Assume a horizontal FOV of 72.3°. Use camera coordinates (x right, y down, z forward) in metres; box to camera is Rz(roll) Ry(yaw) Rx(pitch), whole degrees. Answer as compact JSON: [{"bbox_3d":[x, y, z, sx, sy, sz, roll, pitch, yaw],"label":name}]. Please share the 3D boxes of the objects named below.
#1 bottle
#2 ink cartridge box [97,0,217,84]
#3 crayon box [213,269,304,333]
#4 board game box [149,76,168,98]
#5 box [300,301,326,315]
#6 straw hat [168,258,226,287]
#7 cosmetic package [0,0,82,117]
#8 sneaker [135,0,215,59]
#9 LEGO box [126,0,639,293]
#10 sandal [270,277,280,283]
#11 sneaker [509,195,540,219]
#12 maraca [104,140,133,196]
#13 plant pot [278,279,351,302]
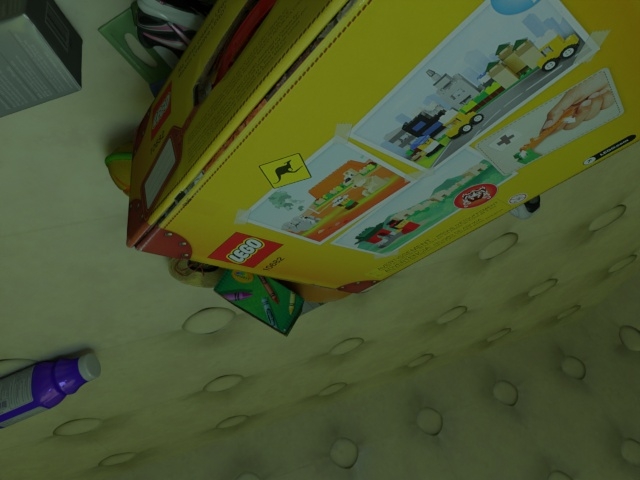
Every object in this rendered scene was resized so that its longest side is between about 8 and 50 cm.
[{"bbox_3d":[-0.705,0.370,1.106,0.283,0.118,0.092,-23,144,-2],"label":"bottle"},{"bbox_3d":[-0.172,-0.280,0.581,0.209,0.062,0.109,-29,146,9],"label":"ink cartridge box"},{"bbox_3d":[-0.127,0.136,0.977,0.081,0.165,0.278,-59,176,-13],"label":"crayon box"},{"bbox_3d":[-0.108,-0.216,0.656,0.243,0.042,0.165,-25,169,-8],"label":"board game box"},{"bbox_3d":[-0.058,0.171,1.291,0.186,0.038,0.145,-28,146,5],"label":"box"},{"bbox_3d":[-0.259,0.042,0.973,0.145,0.061,0.144,-3,138,-3],"label":"straw hat"},{"bbox_3d":[-0.410,-0.201,0.493,0.238,0.127,0.107,-21,146,-1],"label":"cosmetic package"},{"bbox_3d":[-0.136,-0.246,0.539,0.178,0.071,0.077,16,137,-23],"label":"sneaker"},{"bbox_3d":[0.068,-0.141,0.490,0.373,0.193,0.500,17,141,-39],"label":"LEGO box"},{"bbox_3d":[-0.140,0.066,1.059,0.079,0.088,0.240,-17,146,33],"label":"sandal"},{"bbox_3d":[0.383,-0.133,0.811,0.269,0.101,0.153,17,132,-41],"label":"sneaker"},{"bbox_3d":[-0.270,-0.105,0.733,0.127,0.099,0.186,4,168,19],"label":"maraca"},{"bbox_3d":[0.000,0.000,0.972,0.205,0.205,0.187,-13,129,-15],"label":"plant pot"}]
